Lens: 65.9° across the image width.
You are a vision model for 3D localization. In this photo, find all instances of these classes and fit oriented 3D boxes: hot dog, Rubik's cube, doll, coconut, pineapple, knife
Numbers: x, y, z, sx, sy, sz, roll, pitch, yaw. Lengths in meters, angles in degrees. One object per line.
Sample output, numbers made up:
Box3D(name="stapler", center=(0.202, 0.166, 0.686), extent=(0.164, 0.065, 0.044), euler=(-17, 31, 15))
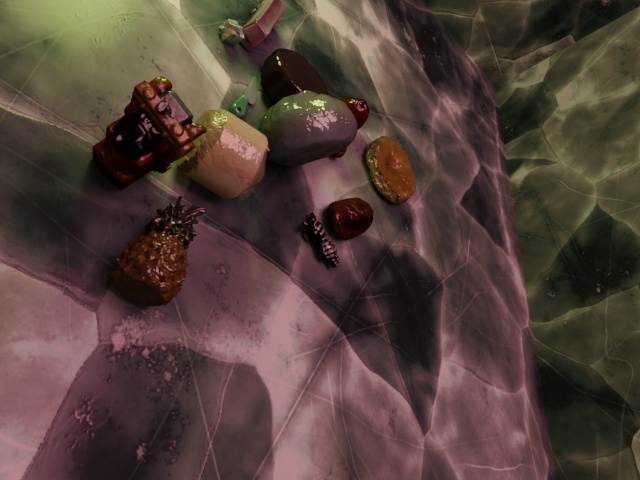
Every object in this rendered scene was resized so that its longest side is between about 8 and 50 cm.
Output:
Box3D(name="hot dog", center=(0.108, -0.089, 1.889), extent=(0.227, 0.099, 0.160), euler=(-10, 78, -49))
Box3D(name="Rubik's cube", center=(-0.317, -0.756, 1.780), extent=(0.075, 0.084, 0.073), euler=(6, 70, -65))
Box3D(name="doll", center=(0.000, 0.000, 1.751), extent=(0.219, 0.067, 0.091), euler=(58, 36, -17))
Box3D(name="coconut", center=(-0.270, -0.244, 1.450), extent=(0.244, 0.239, 0.239), euler=(27, 52, -37))
Box3D(name="pineapple", center=(-0.387, 0.002, 1.250), extent=(0.169, 0.169, 0.340), euler=(42, 41, -26))
Box3D(name="knife", center=(-0.257, -0.509, 1.759), extent=(0.063, 0.035, 0.260), euler=(48, 39, -26))

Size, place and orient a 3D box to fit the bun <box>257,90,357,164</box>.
Box3D(name="bun", center=(-0.053, -0.379, 1.678), extent=(0.362, 0.362, 0.211), euler=(-11, 82, -50))

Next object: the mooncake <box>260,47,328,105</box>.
Box3D(name="mooncake", center=(-0.105, -0.589, 1.882), extent=(0.283, 0.141, 0.283), euler=(35, 38, -33))

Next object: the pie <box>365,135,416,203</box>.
Box3D(name="pie", center=(0.325, -0.325, 2.269), extent=(0.339, 0.083, 0.339), euler=(27, 51, -40))

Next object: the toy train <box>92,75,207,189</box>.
Box3D(name="toy train", center=(-0.431, -0.245, 1.211), extent=(0.232, 0.369, 0.163), euler=(-43, 103, -22))

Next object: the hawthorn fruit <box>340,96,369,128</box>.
Box3D(name="hawthorn fruit", center=(0.142, -0.554, 2.116), extent=(0.148, 0.172, 0.148), euler=(6, 75, -23))

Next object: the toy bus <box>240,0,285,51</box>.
Box3D(name="toy bus", center=(-0.228, -0.843, 1.905), extent=(0.090, 0.112, 0.274), euler=(48, 41, -31))

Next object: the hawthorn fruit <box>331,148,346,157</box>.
Box3D(name="hawthorn fruit", center=(0.064, -0.384, 2.022), extent=(0.081, 0.081, 0.093), euler=(36, 18, -31))
